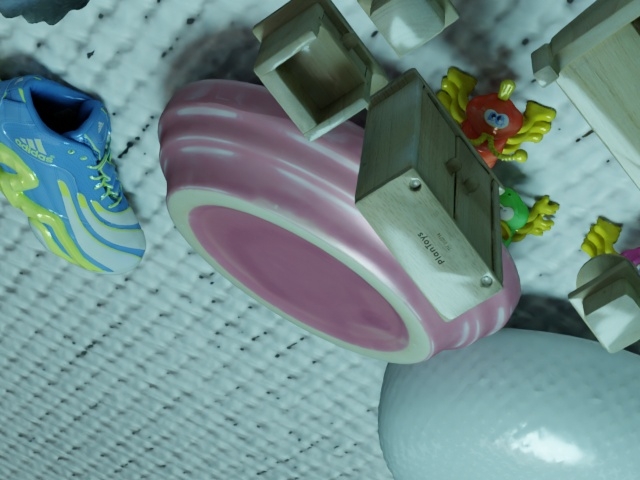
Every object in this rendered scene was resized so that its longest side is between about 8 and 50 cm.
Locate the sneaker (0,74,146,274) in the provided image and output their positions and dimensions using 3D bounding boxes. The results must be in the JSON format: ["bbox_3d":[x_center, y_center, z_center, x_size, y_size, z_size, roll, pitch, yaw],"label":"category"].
[{"bbox_3d":[-0.219,-0.058,1.502,0.126,0.091,0.240,-12,134,44],"label":"sneaker"}]

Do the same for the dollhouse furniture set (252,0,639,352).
[{"bbox_3d":[0.188,-0.124,1.076,0.355,0.174,0.303,-33,109,18],"label":"dollhouse furniture set"}]

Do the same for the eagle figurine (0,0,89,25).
[{"bbox_3d":[-0.259,-0.270,1.151,0.298,0.225,0.226,98,150,-88],"label":"eagle figurine"}]

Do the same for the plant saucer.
[{"bbox_3d":[0.000,0.000,1.378,0.332,0.084,0.332,28,161,11],"label":"plant saucer"}]

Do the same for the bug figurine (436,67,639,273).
[{"bbox_3d":[0.203,-0.021,1.286,0.279,0.072,0.216,21,150,4],"label":"bug figurine"}]

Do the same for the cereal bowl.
[{"bbox_3d":[0.208,0.216,1.544,0.339,0.141,0.339,14,155,7],"label":"cereal bowl"}]
